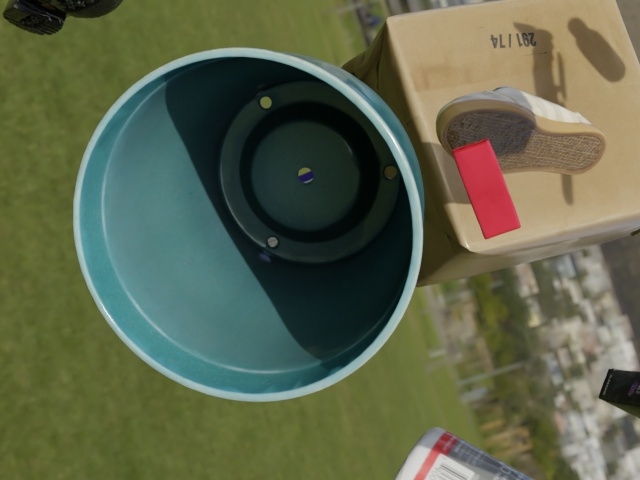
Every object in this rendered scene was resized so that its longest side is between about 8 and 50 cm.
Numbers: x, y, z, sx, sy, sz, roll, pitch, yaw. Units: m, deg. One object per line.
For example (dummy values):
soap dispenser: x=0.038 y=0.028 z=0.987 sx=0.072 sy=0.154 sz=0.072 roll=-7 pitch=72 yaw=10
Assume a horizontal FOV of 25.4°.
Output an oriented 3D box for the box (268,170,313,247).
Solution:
box: x=0.000 y=0.000 z=1.858 sx=0.126 sy=0.072 sz=0.137 roll=41 pitch=45 yaw=-35

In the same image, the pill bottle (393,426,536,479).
pill bottle: x=0.187 y=0.304 z=1.291 sx=0.283 sy=0.161 sz=0.161 roll=28 pitch=-5 yaw=12

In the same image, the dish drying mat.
dish drying mat: x=0.133 y=-0.041 z=1.137 sx=0.008 sy=0.032 sz=0.083 roll=-90 pitch=159 yaw=-63

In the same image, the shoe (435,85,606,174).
shoe: x=0.186 y=-0.106 z=1.373 sx=0.219 sy=0.077 sz=0.058 roll=8 pitch=34 yaw=-40

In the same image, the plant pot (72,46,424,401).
plant pot: x=-0.032 y=-0.034 z=1.183 sx=0.255 sy=0.271 sz=0.272 roll=-46 pitch=118 yaw=-73

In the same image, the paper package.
paper package: x=0.229 y=-0.130 z=1.705 sx=0.168 sy=0.324 sz=0.310 roll=-41 pitch=-115 yaw=65

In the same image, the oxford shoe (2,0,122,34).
oxford shoe: x=-0.278 y=-0.295 z=1.567 sx=0.082 sy=0.227 sz=0.096 roll=28 pitch=73 yaw=-35

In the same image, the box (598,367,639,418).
box: x=0.291 y=0.136 z=0.997 sx=0.162 sy=0.029 sz=0.116 roll=28 pitch=-10 yaw=-13
